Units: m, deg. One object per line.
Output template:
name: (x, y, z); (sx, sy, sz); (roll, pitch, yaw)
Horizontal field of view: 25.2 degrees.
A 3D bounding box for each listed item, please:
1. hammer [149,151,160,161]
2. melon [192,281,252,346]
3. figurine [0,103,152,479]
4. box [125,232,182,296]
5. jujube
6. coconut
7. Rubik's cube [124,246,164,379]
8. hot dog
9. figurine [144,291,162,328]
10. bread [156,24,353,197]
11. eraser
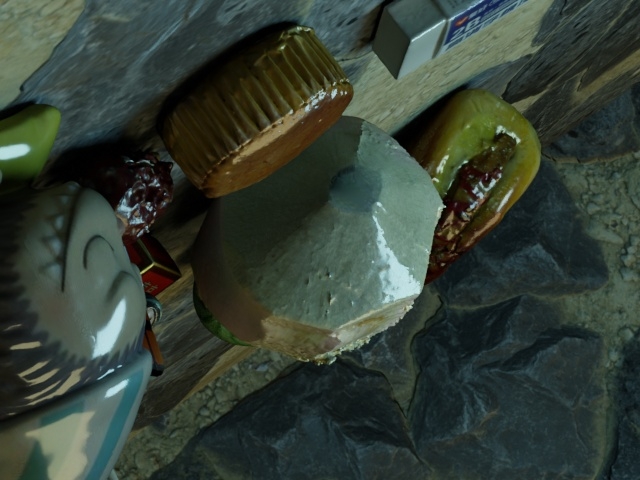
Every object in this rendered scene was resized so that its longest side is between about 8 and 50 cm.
hammer: (-0.245, -0.041, 1.461); (0.195, 0.028, 0.060); (-27, 163, -37)
melon: (-0.072, 0.057, 2.115); (0.182, 0.182, 0.288); (-42, 168, 33)
figurine: (-0.268, 0.128, 1.125); (0.361, 0.377, 0.266); (-31, 170, -36)
box: (-0.296, 0.081, 1.750); (0.240, 0.074, 0.153); (-37, 166, 2)
jujube: (-0.198, -0.040, 1.401); (0.104, 0.104, 0.166); (-37, 172, 10)
coconut: (0.000, 0.000, 1.773); (0.297, 0.297, 0.309); (-32, 173, -22)
Rubik's cube: (-0.272, 0.088, 1.481); (0.162, 0.160, 0.163); (-20, 172, 5)
hot dog: (0.168, -0.055, 2.298); (0.405, 0.185, 0.223); (-44, -170, 41)
figurine: (-0.234, 0.095, 1.699); (0.106, 0.047, 0.060); (-15, 141, -51)
bread: (-0.062, -0.125, 1.452); (0.199, 0.104, 0.199); (-35, 173, -5)
eraser: (0.164, -0.276, 1.638); (0.210, 0.068, 0.124); (-33, 172, -13)
